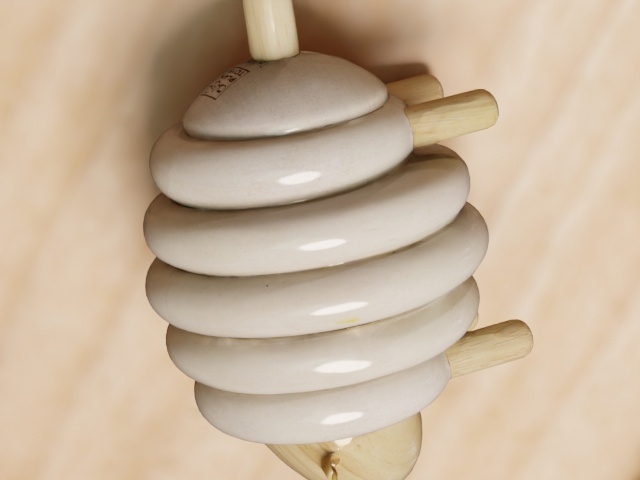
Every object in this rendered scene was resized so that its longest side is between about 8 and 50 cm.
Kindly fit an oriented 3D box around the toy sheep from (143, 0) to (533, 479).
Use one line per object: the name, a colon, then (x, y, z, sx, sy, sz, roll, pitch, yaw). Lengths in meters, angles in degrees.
toy sheep: (0.000, 0.000, 0.429, 0.091, 0.091, 0.132, -11, 102, 4)
